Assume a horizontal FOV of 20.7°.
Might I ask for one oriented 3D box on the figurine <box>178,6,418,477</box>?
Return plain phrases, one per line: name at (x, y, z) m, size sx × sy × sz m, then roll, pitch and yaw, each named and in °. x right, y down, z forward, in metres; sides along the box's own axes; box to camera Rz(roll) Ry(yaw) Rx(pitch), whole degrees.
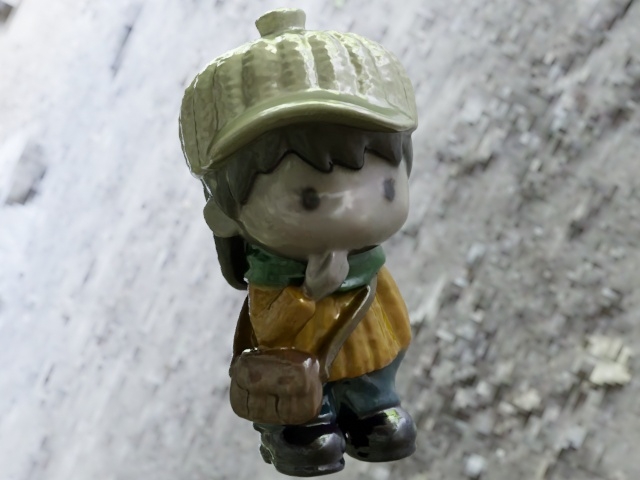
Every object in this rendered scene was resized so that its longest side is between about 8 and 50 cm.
figurine at (-0.014, 0.000, 1.317) m, size 0.204 × 0.185 × 0.332 m, roll 37°, pitch 131°, yaw 52°
